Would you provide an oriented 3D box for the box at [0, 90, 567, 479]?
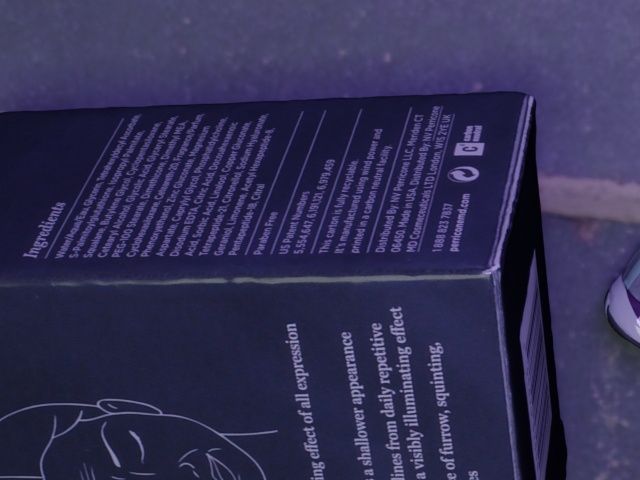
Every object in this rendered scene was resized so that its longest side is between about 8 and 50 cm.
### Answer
[{"bbox_3d":[-0.055,0.086,1.192,0.395,0.212,0.294,-1,122,13],"label":"box"}]

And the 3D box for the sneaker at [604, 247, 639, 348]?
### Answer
[{"bbox_3d":[0.298,0.060,1.193,0.223,0.083,0.098,27,111,4],"label":"sneaker"}]
